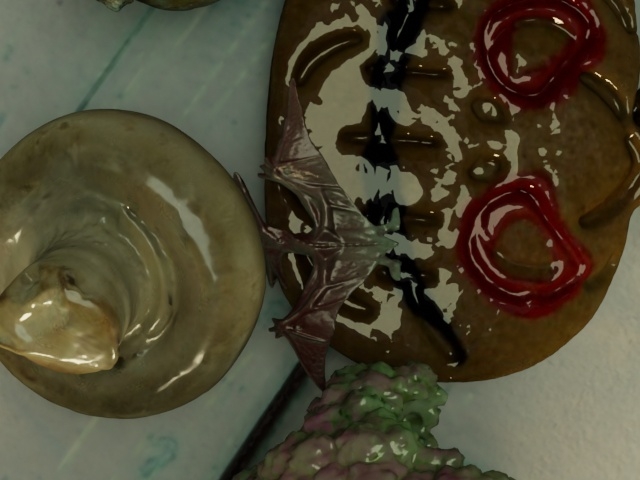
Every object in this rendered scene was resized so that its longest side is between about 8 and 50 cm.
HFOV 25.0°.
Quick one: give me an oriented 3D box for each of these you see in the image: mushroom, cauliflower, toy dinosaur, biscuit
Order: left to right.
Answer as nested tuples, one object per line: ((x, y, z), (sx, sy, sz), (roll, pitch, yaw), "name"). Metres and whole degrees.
((-0.140, 0.024, 0.911), (0.204, 0.204, 0.204), (0, 88, -10), "mushroom")
((0.000, 0.000, 0.970), (0.108, 0.032, 0.220), (-3, 99, 6), "toy dinosaur")
((0.052, 0.226, 0.961), (0.256, 0.315, 0.239), (-49, 53, 17), "cauliflower")
((0.117, -0.080, 1.035), (0.314, 0.063, 0.367), (5, 87, -9), "biscuit")

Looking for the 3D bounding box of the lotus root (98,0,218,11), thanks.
((-0.039, -0.281, 0.967), (0.349, 0.175, 0.175), (-38, 95, -14), "lotus root")
